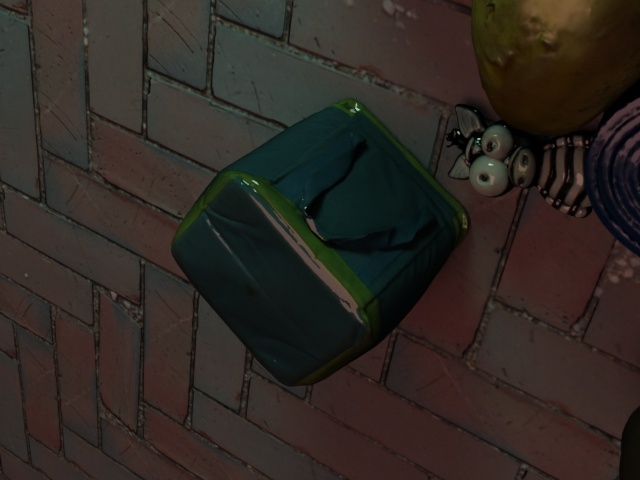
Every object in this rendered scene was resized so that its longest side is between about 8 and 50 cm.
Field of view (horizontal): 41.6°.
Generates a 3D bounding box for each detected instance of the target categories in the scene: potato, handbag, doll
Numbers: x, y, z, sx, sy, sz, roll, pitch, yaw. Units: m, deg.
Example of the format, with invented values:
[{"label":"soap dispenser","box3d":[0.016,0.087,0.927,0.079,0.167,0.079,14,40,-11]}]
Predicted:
[{"label":"potato","box3d":[0.212,-0.216,0.698,0.229,0.229,0.266,33,118,16]},{"label":"handbag","box3d":[0.000,0.000,0.972,0.263,0.241,0.222,47,134,6]},{"label":"doll","box3d":[0.225,-0.079,0.878,0.219,0.067,0.091,18,118,29]}]

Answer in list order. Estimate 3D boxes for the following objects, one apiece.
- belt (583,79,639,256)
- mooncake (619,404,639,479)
[{"label":"belt","box3d":[0.404,-0.059,0.696,0.347,0.117,0.212,6,117,23]},{"label":"mooncake","box3d":[0.465,0.248,0.790,0.326,0.174,0.334,-11,136,31]}]
